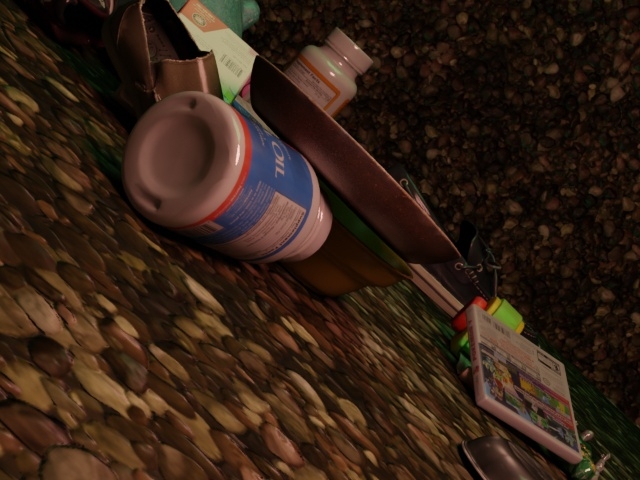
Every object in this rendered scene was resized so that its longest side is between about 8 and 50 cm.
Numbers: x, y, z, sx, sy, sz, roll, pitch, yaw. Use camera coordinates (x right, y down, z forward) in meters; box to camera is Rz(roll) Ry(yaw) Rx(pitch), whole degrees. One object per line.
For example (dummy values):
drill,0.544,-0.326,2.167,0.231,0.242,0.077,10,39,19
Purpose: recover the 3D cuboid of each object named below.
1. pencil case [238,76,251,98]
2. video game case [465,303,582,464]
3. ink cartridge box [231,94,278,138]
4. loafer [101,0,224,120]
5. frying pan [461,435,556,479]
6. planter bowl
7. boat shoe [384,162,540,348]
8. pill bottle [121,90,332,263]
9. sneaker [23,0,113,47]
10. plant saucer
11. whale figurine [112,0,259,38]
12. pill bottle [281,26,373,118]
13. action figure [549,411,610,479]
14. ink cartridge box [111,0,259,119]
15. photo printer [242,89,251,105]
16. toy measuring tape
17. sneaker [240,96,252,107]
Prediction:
pencil case,-0.164,-0.307,1.997,0.209,0.098,0.095,44,8,8
video game case,0.290,0.205,1.547,0.201,0.023,0.183,34,34,-25
ink cartridge box,-0.070,-0.094,1.405,0.203,0.086,0.148,41,9,-24
loafer,-0.151,-0.160,1.151,0.094,0.087,0.251,-25,78,-40
frying pan,0.206,0.263,1.082,0.197,0.053,0.326,46,5,23
planter bowl,0.000,0.000,1.249,0.217,0.090,0.217,42,8,-7
boat shoe,0.262,0.046,2.062,0.500,0.156,0.187,43,6,-14
pill bottle,-0.076,-0.047,1.011,0.124,0.124,0.221,48,9,27
sneaker,-0.338,-0.327,1.255,0.281,0.106,0.162,38,13,-37
plant saucer,0.026,-0.076,1.172,0.310,0.050,0.310,46,1,-1
whale figurine,-0.160,-0.330,1.407,0.216,0.272,0.141,19,10,-34
pill bottle,-0.017,-0.289,2.087,0.136,0.245,0.136,43,8,-8
action figure,0.388,0.318,1.628,0.137,0.063,0.232,47,12,1
ink cartridge box,-0.164,-0.181,1.270,0.115,0.067,0.198,41,47,-16
photo printer,-0.003,-0.124,1.807,0.307,0.107,0.256,48,9,28
toy measuring tape,0.260,0.151,1.657,0.121,0.121,0.330,44,8,2
sneaker,-0.098,-0.138,1.523,0.237,0.085,0.086,42,0,-29
